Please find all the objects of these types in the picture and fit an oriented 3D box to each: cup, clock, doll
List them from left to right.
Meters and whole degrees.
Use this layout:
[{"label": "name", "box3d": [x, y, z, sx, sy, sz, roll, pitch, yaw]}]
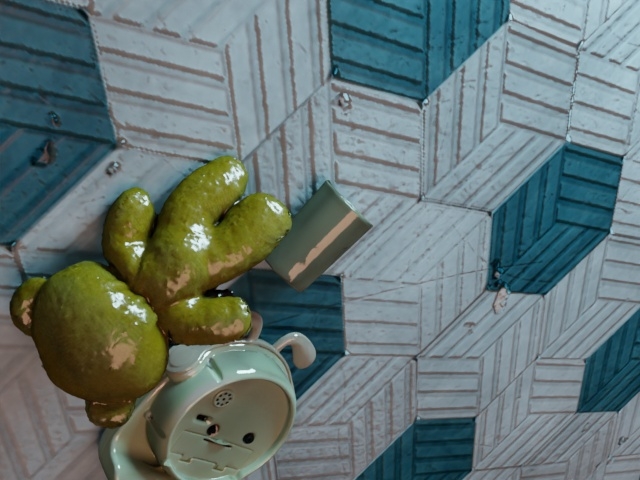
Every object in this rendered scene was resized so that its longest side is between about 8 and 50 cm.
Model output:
[{"label": "doll", "box3d": [-0.117, 0.031, 0.586, 0.209, 0.097, 0.137, -40, 94, -13]}, {"label": "clock", "box3d": [-0.089, 0.152, 0.693, 0.151, 0.062, 0.191, 30, 99, -41]}, {"label": "cup", "box3d": [-0.004, -0.004, 0.664, 0.054, 0.075, 0.083, 44, 95, -5]}]
